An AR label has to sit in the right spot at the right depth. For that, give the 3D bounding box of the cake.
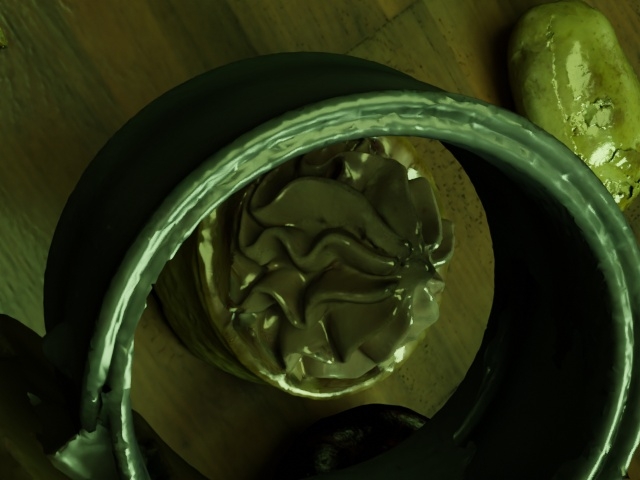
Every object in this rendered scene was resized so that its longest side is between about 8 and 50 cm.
[{"bbox_3d":[0.000,0.000,0.941,0.185,0.178,0.208,-35,103,-27],"label":"cake"}]

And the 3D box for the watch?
[{"bbox_3d":[0.010,0.083,0.768,0.327,0.314,0.335,-46,113,-1],"label":"watch"}]

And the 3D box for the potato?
[{"bbox_3d":[0.197,-0.099,1.120,0.107,0.080,0.171,-29,101,-42],"label":"potato"}]

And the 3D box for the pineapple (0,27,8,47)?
[{"bbox_3d":[-0.224,-0.147,0.901,0.045,0.019,0.083,-31,106,-32],"label":"pineapple"}]

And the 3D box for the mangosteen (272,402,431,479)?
[{"bbox_3d":[0.035,0.186,0.982,0.152,0.152,0.153,1,87,-31],"label":"mangosteen"}]
